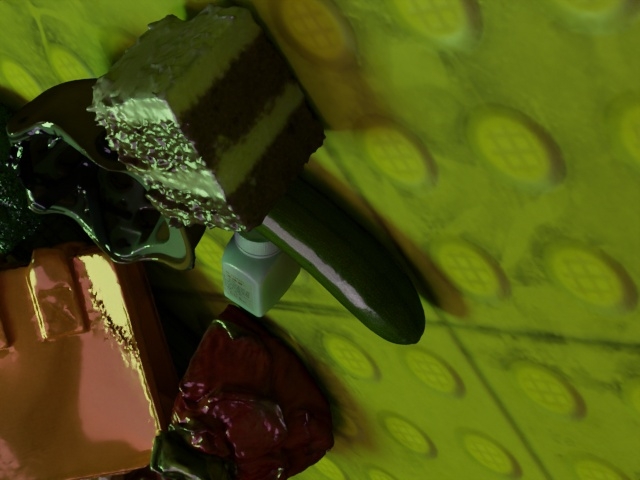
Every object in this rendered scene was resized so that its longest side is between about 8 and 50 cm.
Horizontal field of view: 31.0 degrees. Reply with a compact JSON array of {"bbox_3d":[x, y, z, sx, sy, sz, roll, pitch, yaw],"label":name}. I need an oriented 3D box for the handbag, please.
[{"bbox_3d":[-0.393,0.163,1.449,0.410,0.116,0.303,-11,103,11],"label":"handbag"}]

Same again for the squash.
[{"bbox_3d":[0.000,0.000,1.051,0.258,0.069,0.069,41,154,0],"label":"squash"}]

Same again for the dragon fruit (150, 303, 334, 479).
[{"bbox_3d":[-0.088,0.260,1.411,0.152,0.205,0.317,27,151,25],"label":"dragon fruit"}]

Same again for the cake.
[{"bbox_3d":[-0.098,-0.100,0.954,0.135,0.134,0.147,7,144,46],"label":"cake"}]

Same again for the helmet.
[{"bbox_3d":[-0.191,-0.077,1.119,0.224,0.130,0.198,25,155,10],"label":"helmet"}]

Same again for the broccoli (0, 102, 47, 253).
[{"bbox_3d":[-0.401,-0.075,1.383,0.156,0.195,0.195,2,146,4],"label":"broccoli"}]

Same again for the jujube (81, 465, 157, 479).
[{"bbox_3d":[-0.304,0.333,1.834,0.216,0.216,0.342,41,168,1],"label":"jujube"}]

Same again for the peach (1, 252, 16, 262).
[{"bbox_3d":[-0.547,0.109,1.702,0.373,0.372,0.290,21,111,35],"label":"peach"}]

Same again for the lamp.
[{"bbox_3d":[-0.269,0.092,1.530,0.325,0.090,0.089,46,154,-7],"label":"lamp"}]

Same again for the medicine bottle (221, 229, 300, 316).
[{"bbox_3d":[-0.058,0.013,1.138,0.055,0.074,0.118,33,153,18],"label":"medicine bottle"}]
